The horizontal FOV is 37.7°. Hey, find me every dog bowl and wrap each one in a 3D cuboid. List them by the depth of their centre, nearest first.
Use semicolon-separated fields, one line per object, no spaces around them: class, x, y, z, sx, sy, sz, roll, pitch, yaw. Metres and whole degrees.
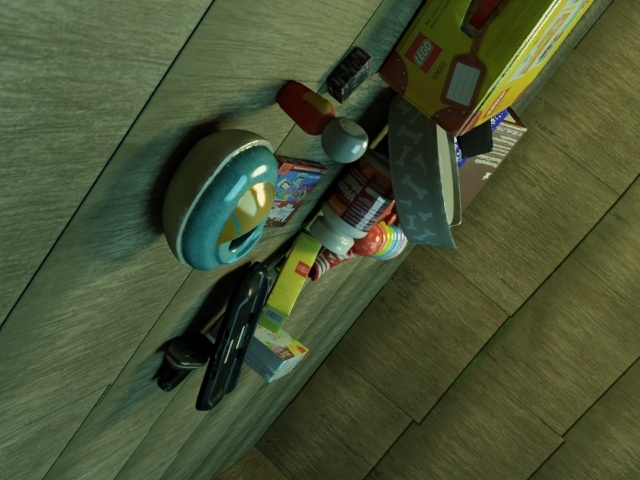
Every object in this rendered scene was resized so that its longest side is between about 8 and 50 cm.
dog bowl;0.215;-0.150;1.915;0.102;0.348;0.349;-6;179;14

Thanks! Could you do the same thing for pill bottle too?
pill bottle;0.079;-0.082;2.034;0.221;0.121;0.121;-52;169;15

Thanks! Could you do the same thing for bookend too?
bookend;0.317;-0.289;2.035;0.072;0.156;0.157;-15;144;4

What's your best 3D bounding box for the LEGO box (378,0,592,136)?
LEGO box;0.374;-0.465;1.695;0.500;0.193;0.372;-55;168;30

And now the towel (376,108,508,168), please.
towel;0.289;-0.243;2.164;0.308;0.076;0.228;-48;132;6

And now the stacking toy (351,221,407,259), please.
stacking toy;0.135;-0.013;2.442;0.141;0.141;0.330;-51;169;10

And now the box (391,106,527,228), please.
box;0.331;-0.199;2.420;0.191;0.143;0.381;8;130;-38

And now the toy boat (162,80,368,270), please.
toy boat;-0.079;-0.088;1.308;0.318;0.148;0.267;-45;168;-19

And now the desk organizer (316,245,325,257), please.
desk organizer;0.000;0.000;2.192;0.130;0.050;0.047;-48;169;-6

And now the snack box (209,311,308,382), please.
snack box;-0.135;0.230;2.115;0.070;0.174;0.207;-54;168;7

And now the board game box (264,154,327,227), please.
board game box;-0.074;-0.083;1.674;0.145;0.027;0.281;-50;169;12

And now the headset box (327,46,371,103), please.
headset box;0.050;-0.269;1.511;0.083;0.032;0.062;-46;169;-10

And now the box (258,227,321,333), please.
box;-0.065;0.085;2.022;0.087;0.058;0.232;-58;-176;47

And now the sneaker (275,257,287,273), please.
sneaker;-0.064;0.071;2.182;0.059;0.053;0.144;-50;171;-8

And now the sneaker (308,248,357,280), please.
sneaker;0.016;0.038;2.391;0.128;0.087;0.221;-32;174;9

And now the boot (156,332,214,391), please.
boot;-0.293;0.264;1.889;0.137;0.077;0.198;-46;169;9

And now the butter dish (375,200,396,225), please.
butter dish;0.131;-0.083;2.251;0.160;0.118;0.160;-35;162;-51

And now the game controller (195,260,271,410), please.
game controller;-0.183;0.198;1.913;0.166;0.067;0.319;-32;145;-63
